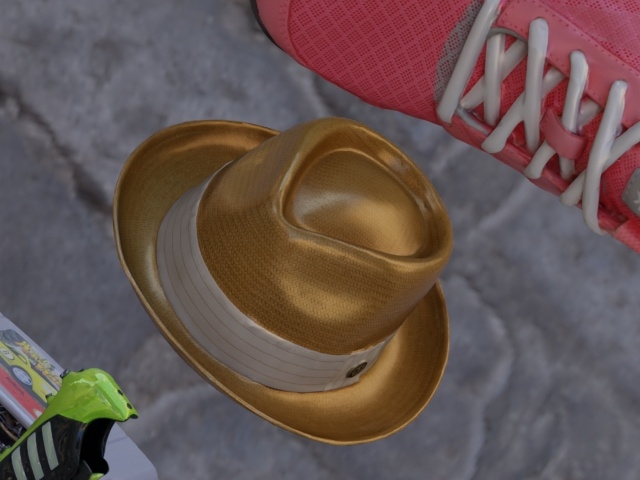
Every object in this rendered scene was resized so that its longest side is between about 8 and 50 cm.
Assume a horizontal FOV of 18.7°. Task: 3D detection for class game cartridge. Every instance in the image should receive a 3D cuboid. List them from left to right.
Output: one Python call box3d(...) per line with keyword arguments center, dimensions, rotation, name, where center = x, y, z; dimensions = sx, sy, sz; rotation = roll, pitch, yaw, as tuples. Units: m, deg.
box3d(center=(-0.282, 0.150, 1.817), dimensions=(0.294, 0.060, 0.196), rotation=(43, 5, 8), name="game cartridge")

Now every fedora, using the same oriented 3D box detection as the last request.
box3d(center=(0.000, 0.000, 0.891), dimensions=(0.194, 0.079, 0.194), rotation=(25, 41, -24), name="fedora")

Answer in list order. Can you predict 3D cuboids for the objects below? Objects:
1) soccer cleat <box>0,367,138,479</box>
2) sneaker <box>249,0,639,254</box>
box3d(center=(-0.214, 0.180, 1.546), dimensions=(0.072, 0.179, 0.060), rotation=(44, 19, 19), name="soccer cleat")
box3d(center=(0.122, -0.055, 0.750), dimensions=(0.313, 0.116, 0.136), rotation=(17, 39, -4), name="sneaker")
